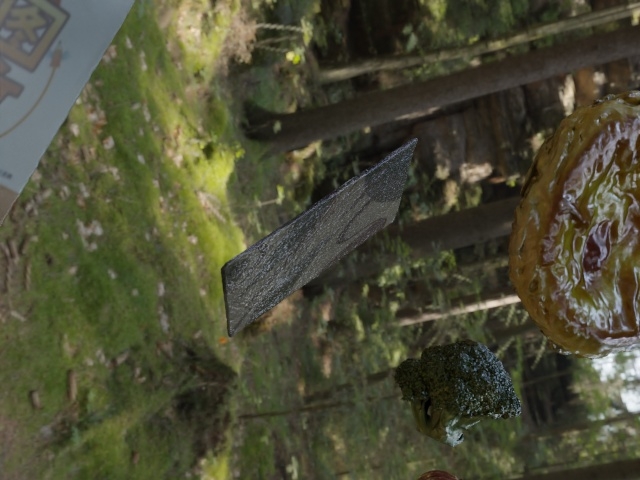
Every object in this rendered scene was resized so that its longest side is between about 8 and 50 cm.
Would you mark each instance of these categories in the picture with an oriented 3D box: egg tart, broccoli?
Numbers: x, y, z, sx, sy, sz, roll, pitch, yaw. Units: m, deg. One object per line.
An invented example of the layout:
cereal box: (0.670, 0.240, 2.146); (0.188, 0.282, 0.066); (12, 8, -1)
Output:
egg tart: (0.308, -0.015, 0.795); (0.116, 0.294, 0.295); (29, -41, 63)
broccoli: (0.174, 0.195, 0.955); (0.146, 0.162, 0.138); (11, -100, 68)

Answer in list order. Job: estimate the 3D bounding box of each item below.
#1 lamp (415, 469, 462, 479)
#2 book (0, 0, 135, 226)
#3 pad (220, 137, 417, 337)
lamp: (0.199, 0.494, 1.270); (0.182, 0.140, 0.182); (-178, -90, -89)
book: (-0.255, -0.100, 0.476); (0.296, 0.020, 0.208); (-59, 153, 2)
pad: (0.000, 0.000, 1.014); (0.004, 0.330, 0.220); (47, -22, 21)
